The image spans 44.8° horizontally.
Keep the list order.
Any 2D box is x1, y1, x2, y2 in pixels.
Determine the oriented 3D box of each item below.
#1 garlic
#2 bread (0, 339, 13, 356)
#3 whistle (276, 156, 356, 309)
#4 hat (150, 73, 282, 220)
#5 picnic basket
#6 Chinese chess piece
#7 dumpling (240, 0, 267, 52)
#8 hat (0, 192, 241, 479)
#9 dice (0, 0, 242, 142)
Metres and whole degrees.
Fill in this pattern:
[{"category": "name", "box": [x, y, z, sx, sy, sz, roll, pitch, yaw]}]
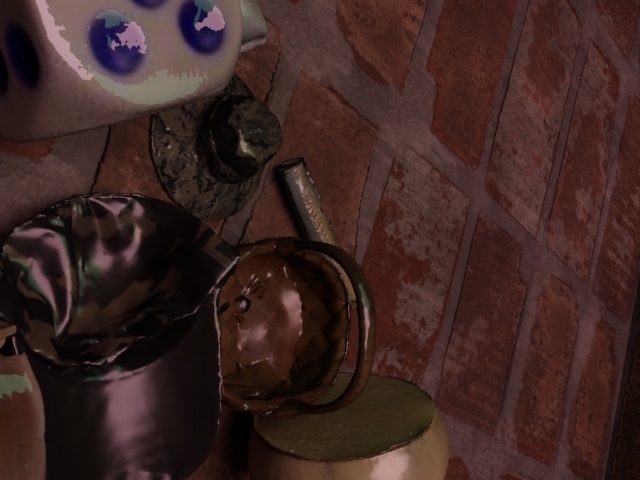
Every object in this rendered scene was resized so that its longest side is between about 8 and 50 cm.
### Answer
[{"category": "garlic", "box": [-0.449, 0.222, 0.859, 0.132, 0.278, 0.325, -69, 170, -77]}, {"category": "bread", "box": [-0.421, 0.174, 1.030, 0.043, 0.062, 0.109, 2, 46, -48]}, {"category": "whistle", "box": [-0.001, 0.000, 1.460, 0.068, 0.057, 0.327, -37, 116, -36]}, {"category": "hat", "box": [-0.140, -0.168, 1.269, 0.265, 0.128, 0.266, 5, 84, -48]}, {"category": "picnic basket", "box": [-0.039, 0.140, 1.236, 0.337, 0.337, 0.293, 1, 89, -46]}, {"category": "Chinese chess piece", "box": [0.046, 0.344, 1.305, 0.338, 0.338, 0.141, -18, 110, -45]}, {"category": "dumpling", "box": [-0.179, -0.376, 1.259, 0.217, 0.149, 0.105, 45, 25, -37]}, {"category": "hat", "box": [-0.294, 0.150, 1.068, 0.366, 0.257, 0.382, -4, 114, -37]}, {"category": "dice", "box": [-0.301, -0.307, 0.997, 0.304, 0.276, 0.304, -29, 113, -44]}]
